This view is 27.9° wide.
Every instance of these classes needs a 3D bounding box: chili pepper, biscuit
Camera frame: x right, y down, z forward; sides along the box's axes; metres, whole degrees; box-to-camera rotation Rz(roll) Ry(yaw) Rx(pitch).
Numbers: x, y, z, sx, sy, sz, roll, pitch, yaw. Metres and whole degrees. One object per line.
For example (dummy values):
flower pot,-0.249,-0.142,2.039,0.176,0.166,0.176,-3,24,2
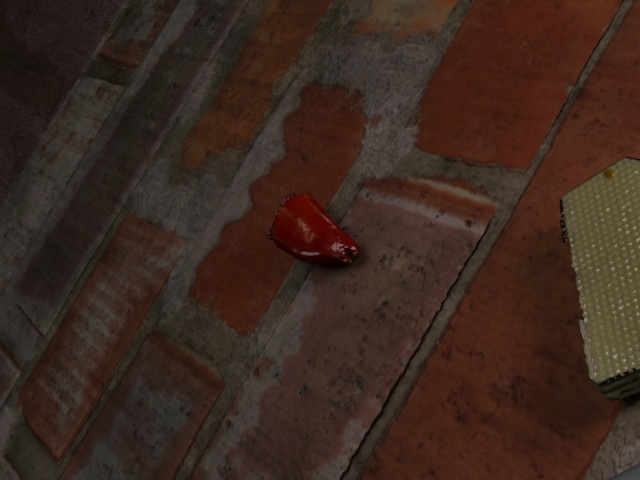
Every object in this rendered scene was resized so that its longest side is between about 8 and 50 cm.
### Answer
chili pepper,0.003,-0.003,1.692,0.169,0.065,0.088,30,104,55
biscuit,0.309,0.021,1.216,0.150,0.052,0.252,-33,39,30

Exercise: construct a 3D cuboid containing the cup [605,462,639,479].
cup,0.226,0.291,0.814,0.274,0.259,0.357,-38,-1,25
